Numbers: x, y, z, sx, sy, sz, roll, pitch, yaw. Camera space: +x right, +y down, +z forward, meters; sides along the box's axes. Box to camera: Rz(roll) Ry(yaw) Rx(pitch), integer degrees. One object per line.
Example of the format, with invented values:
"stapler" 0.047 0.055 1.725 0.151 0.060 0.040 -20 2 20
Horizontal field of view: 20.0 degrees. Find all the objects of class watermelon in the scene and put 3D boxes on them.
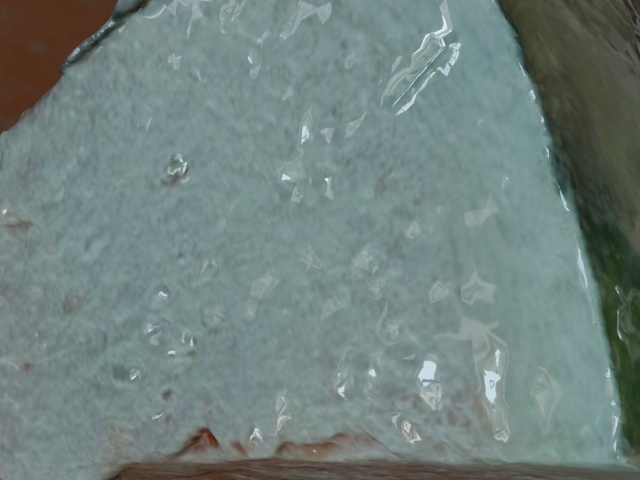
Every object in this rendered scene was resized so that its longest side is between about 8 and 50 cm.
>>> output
"watermelon" 0.000 0.000 0.601 0.258 0.387 0.228 -30 101 1
